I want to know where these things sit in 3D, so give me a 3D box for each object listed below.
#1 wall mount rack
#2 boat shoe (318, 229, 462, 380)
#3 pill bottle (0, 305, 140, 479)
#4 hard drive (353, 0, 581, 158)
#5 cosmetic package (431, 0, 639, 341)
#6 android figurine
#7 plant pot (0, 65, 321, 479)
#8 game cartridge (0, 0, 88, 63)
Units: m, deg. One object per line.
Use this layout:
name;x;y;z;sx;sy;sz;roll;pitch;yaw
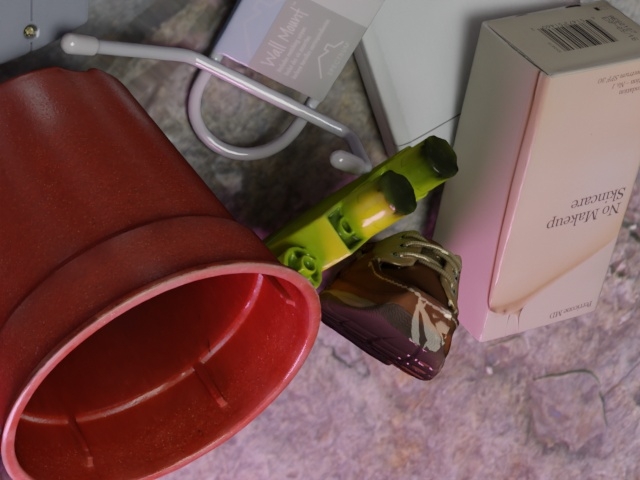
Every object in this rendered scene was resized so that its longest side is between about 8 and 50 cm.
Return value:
wall mount rack;-0.040;-0.213;1.482;0.304;0.130;0.350;24;112;-21
boat shoe;0.069;0.045;1.605;0.122;0.324;0.120;36;85;-8
pill bottle;-0.205;0.157;1.586;0.136;0.136;0.245;23;100;-36
hard drive;0.121;-0.264;1.628;0.233;0.047;0.353;-30;124;-14
cosmetic package;0.216;-0.066;1.694;0.160;0.113;0.309;-14;131;-29
android figurine;0.000;0.000;1.577;0.056;0.273;0.248;54;38;-3
plant pot;-0.182;0.019;1.393;0.272;0.265;0.272;-25;149;-17
game cartridge;-0.311;-0.223;1.352;0.297;0.062;0.198;-16;123;-41
